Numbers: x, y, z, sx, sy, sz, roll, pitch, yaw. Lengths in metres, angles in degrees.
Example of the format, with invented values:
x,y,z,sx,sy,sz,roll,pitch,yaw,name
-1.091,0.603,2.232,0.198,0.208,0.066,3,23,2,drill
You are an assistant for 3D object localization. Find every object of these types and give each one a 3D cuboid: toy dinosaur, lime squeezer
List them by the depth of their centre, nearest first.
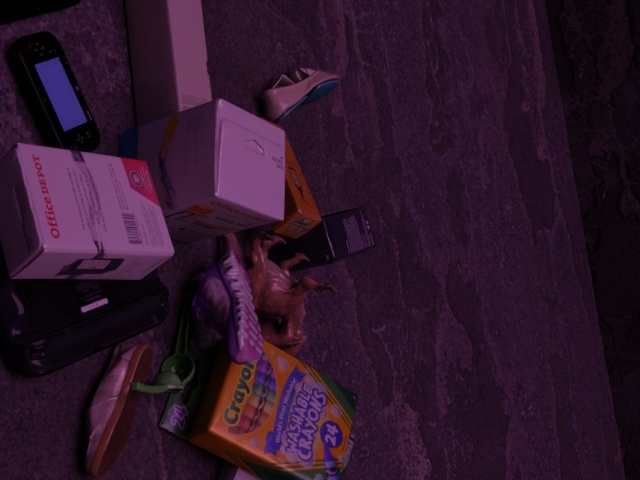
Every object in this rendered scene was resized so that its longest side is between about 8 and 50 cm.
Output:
x,y,z,sx,sy,sz,roll,pitch,yaw,name
-0.239,0.203,1.509,0.310,0.058,0.110,-67,169,-67,lime squeezer
-0.108,0.098,1.729,0.295,0.200,0.127,39,6,-14,toy dinosaur

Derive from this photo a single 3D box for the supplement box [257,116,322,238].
x,y,z,sx,sy,sz,roll,pitch,yaw,name
-0.082,-0.120,1.780,0.078,0.080,0.233,19,39,-52,supplement box

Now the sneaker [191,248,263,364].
x,y,z,sx,sy,sz,roll,pitch,yaw,name
-0.165,0.124,1.580,0.236,0.104,0.095,-108,176,-46,sneaker

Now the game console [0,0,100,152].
x,y,z,sx,sy,sz,roll,pitch,yaw,name
-0.433,-0.305,1.452,0.213,0.044,0.361,-38,112,-52,game console

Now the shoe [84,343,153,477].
x,y,z,sx,sy,sz,roll,pitch,yaw,name
-0.321,0.258,1.435,0.077,0.058,0.219,82,22,-58,shoe

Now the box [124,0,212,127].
x,y,z,sx,sy,sz,roll,pitch,yaw,name
-0.266,-0.325,1.631,0.094,0.113,0.275,4,78,-54,box

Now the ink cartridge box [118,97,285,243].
x,y,z,sx,sy,sz,roll,pitch,yaw,name
-0.198,-0.108,1.553,0.171,0.232,0.168,19,65,-50,ink cartridge box

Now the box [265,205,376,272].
x,y,z,sx,sy,sz,roll,pitch,yaw,name
0.000,0.000,1.859,0.158,0.156,0.093,-19,95,-54,box

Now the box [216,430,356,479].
x,y,z,sx,sy,sz,roll,pitch,yaw,name
-0.069,0.434,1.683,0.232,0.058,0.322,41,50,-25,box

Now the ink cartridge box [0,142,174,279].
x,y,z,sx,sy,sz,roll,pitch,yaw,name
-0.356,-0.037,1.386,0.237,0.100,0.172,4,60,-50,ink cartridge box

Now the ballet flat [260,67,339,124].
x,y,z,sx,sy,sz,roll,pitch,yaw,name
-0.046,-0.323,1.967,0.248,0.086,0.086,-40,112,-50,ballet flat

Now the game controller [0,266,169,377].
x,y,z,sx,sy,sz,roll,pitch,yaw,name
-0.362,0.090,1.431,0.319,0.067,0.167,-22,84,-55,game controller

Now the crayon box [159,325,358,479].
x,y,z,sx,sy,sz,roll,pitch,yaw,name
-0.097,0.295,1.618,0.323,0.083,0.203,32,52,-22,crayon box
